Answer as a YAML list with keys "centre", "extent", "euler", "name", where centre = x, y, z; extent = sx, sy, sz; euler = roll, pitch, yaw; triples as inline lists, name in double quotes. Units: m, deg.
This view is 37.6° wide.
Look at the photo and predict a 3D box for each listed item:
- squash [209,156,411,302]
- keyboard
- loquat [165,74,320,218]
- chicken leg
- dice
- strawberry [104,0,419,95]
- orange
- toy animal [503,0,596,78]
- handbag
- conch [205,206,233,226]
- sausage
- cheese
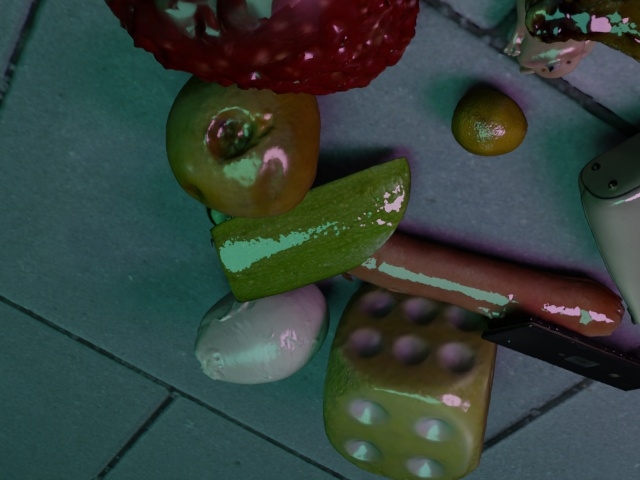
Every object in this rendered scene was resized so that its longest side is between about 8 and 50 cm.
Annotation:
- centre: [0.000, 0.000, 1.333]
  extent: [0.288, 0.111, 0.203]
  euler: [-19, 167, -1]
  name: "squash"
- centre: [0.377, 0.166, 1.367]
  extent: [0.317, 0.027, 0.106]
  euler: [21, 154, -31]
  name: "keyboard"
- centre: [-0.096, -0.134, 1.192]
  extent: [0.213, 0.213, 0.213]
  euler: [10, 135, 10]
  name: "loquat"
- centre: [0.409, -0.220, 0.947]
  extent: [0.361, 0.140, 0.212]
  euler: [26, 110, -11]
  name: "chicken leg"
- centre: [0.142, 0.215, 1.439]
  extent: [0.238, 0.227, 0.233]
  euler: [8, 133, 14]
  name: "dice"
- centre: [-0.028, -0.270, 1.000]
  extent: [0.317, 0.295, 0.345]
  euler: [-46, 132, 6]
  name: "strawberry"
- centre: [0.209, -0.145, 1.160]
  extent: [0.095, 0.085, 0.085]
  euler: [8, 136, 1]
  name: "orange"
- centre: [0.261, -0.244, 1.057]
  extent: [0.083, 0.089, 0.150]
  euler: [20, 144, 29]
  name: "toy animal"
- centre: [0.468, -0.004, 1.158]
  extent: [0.241, 0.109, 0.315]
  euler: [-31, 117, 12]
  name: "handbag"
- centre: [-0.111, -0.083, 1.342]
  extent: [0.105, 0.079, 0.170]
  euler: [31, 122, -26]
  name: "conch"
- centre: [0.224, 0.059, 1.349]
  extent: [0.418, 0.094, 0.094]
  euler: [14, 175, 4]
  name: "sausage"
- centre: [-0.080, 0.136, 1.459]
  extent: [0.189, 0.198, 0.154]
  euler: [-29, 99, 28]
  name: "cheese"
